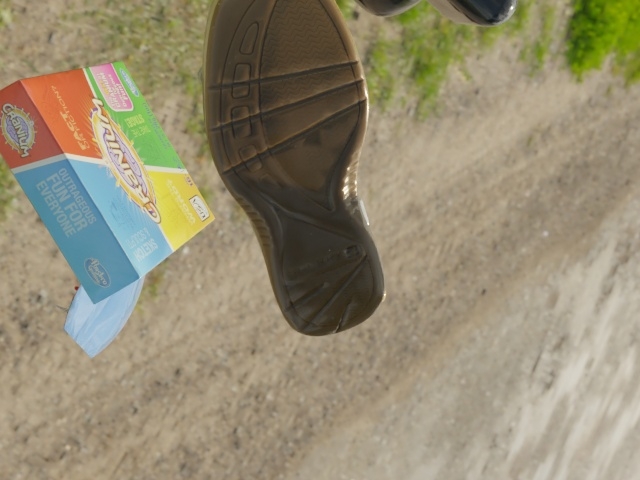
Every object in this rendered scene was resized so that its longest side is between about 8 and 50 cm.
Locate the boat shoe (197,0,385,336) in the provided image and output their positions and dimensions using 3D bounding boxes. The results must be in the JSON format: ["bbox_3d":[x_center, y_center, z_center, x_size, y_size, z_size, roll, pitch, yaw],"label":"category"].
[{"bbox_3d":[-0.022,-0.061,0.733,0.104,0.089,0.285,-14,129,-7],"label":"boat shoe"}]

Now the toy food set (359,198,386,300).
[{"bbox_3d":[0.000,0.000,1.598,0.104,0.111,0.232,-25,104,-35],"label":"toy food set"}]

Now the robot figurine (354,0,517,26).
[{"bbox_3d":[0.033,-0.258,0.709,0.173,0.278,0.209,-29,-154,52],"label":"robot figurine"}]

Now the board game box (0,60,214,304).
[{"bbox_3d":[-0.246,-0.081,1.279,0.064,0.242,0.316,-29,-173,14],"label":"board game box"}]

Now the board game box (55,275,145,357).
[{"bbox_3d":[-0.282,0.068,1.391,0.133,0.033,0.169,-59,163,-18],"label":"board game box"}]
